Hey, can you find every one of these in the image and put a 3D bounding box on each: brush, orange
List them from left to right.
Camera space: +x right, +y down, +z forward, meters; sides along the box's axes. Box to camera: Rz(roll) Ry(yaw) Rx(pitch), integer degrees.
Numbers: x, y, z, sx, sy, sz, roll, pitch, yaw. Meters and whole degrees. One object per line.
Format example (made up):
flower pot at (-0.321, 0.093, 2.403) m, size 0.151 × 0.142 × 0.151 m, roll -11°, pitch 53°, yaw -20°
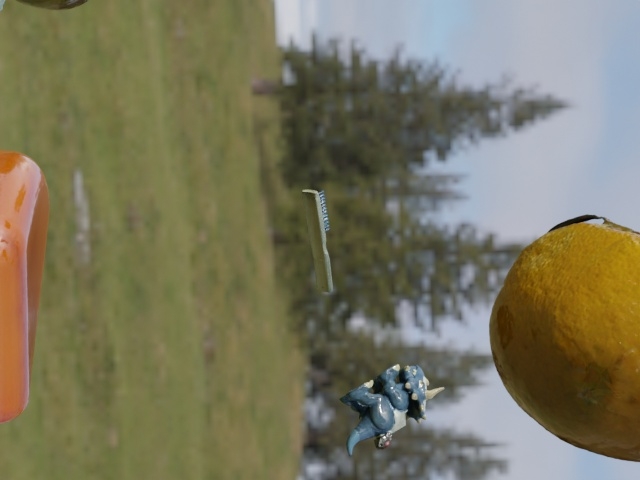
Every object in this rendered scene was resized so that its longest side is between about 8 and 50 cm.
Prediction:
brush at (0.000, 0.000, 1.347) m, size 0.013 × 0.016 × 0.084 m, roll -29°, pitch 120°, yaw -43°
orange at (0.173, 0.063, 1.029) m, size 0.160 × 0.112 × 0.170 m, roll 53°, pitch -46°, yaw 0°

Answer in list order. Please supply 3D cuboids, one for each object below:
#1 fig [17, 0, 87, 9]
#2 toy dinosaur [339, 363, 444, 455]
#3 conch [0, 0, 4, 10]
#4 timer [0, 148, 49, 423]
fig at (-0.268, -0.261, 1.642) m, size 0.103 × 0.154 × 0.109 m, roll 55°, pitch 37°, yaw -45°
toy dinosaur at (0.047, 0.118, 1.262) m, size 0.047 × 0.083 × 0.030 m, roll 59°, pitch -29°, yaw 7°
conch at (-0.313, -0.279, 1.318) m, size 0.368 × 0.197 × 0.249 m, roll -60°, pitch 136°, yaw -55°
timer at (-0.336, -0.004, 1.357) m, size 0.250 × 0.257 × 0.161 m, roll -100°, pitch -161°, yaw -61°
